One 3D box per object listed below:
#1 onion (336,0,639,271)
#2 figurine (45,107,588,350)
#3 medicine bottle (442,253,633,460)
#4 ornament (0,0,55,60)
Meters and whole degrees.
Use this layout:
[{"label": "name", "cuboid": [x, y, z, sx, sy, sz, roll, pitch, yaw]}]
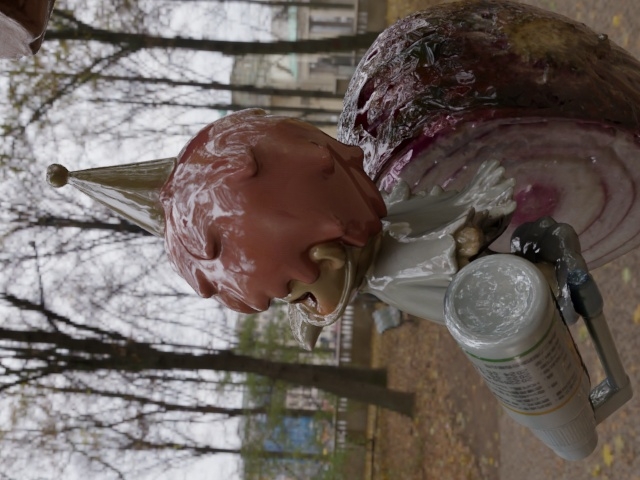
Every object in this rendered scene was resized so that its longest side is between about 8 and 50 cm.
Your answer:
[{"label": "onion", "cuboid": [0.183, -0.110, 0.823, 0.282, 0.336, 0.260, 91, 177, -46]}, {"label": "figurine", "cuboid": [0.000, 0.000, 0.569, 0.207, 0.386, 0.166, -131, 51, -71]}, {"label": "medicine bottle", "cuboid": [0.152, 0.078, 0.511, 0.061, 0.092, 0.221, 48, 178, 43]}, {"label": "ornament", "cuboid": [-0.395, -0.364, 0.973, 0.221, 0.235, 0.218, 80, -149, -73]}]
